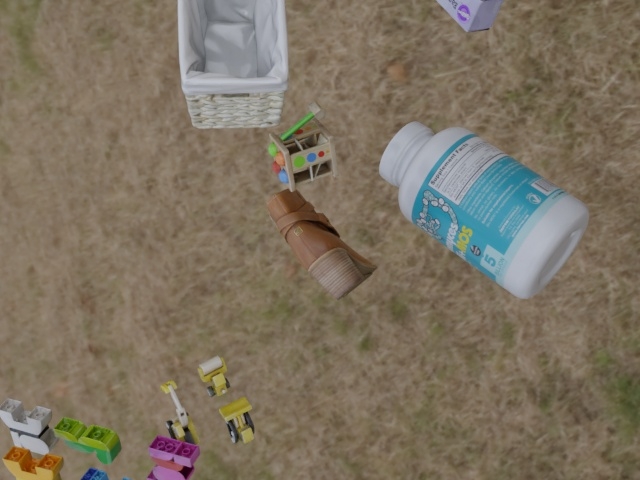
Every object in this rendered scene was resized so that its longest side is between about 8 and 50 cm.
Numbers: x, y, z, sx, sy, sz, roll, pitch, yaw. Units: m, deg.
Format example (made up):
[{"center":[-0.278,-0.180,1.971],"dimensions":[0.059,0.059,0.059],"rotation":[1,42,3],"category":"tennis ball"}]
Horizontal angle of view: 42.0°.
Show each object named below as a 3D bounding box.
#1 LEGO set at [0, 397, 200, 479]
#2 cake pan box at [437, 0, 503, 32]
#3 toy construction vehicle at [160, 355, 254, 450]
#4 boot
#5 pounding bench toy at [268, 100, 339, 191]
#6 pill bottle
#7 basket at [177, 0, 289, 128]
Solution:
[{"center":[-0.237,0.243,0.838],"dimensions":[0.227,0.087,0.093],"rotation":[10,123,19],"category":"LEGO set"},{"center":[0.254,-0.536,1.458],"dimensions":[0.267,0.070,0.246],"rotation":[56,147,26],"category":"cake pan box"},{"center":[-0.111,0.174,0.842],"dimensions":[0.035,0.085,0.098],"rotation":[15,122,62],"category":"toy construction vehicle"},{"center":[0.000,0.000,1.086],"dimensions":[0.152,0.073,0.197],"rotation":[51,-179,6],"category":"boot"},{"center":[-0.024,-0.107,0.919],"dimensions":[0.052,0.065,0.083],"rotation":[-126,21,-51],"category":"pounding bench toy"},{"center":[0.205,-0.052,1.099],"dimensions":[0.264,0.146,0.146],"rotation":[38,133,24],"category":"pill bottle"},{"center":[-0.096,-0.212,0.913],"dimensions":[0.103,0.113,0.167],"rotation":[102,164,-64],"category":"basket"}]
